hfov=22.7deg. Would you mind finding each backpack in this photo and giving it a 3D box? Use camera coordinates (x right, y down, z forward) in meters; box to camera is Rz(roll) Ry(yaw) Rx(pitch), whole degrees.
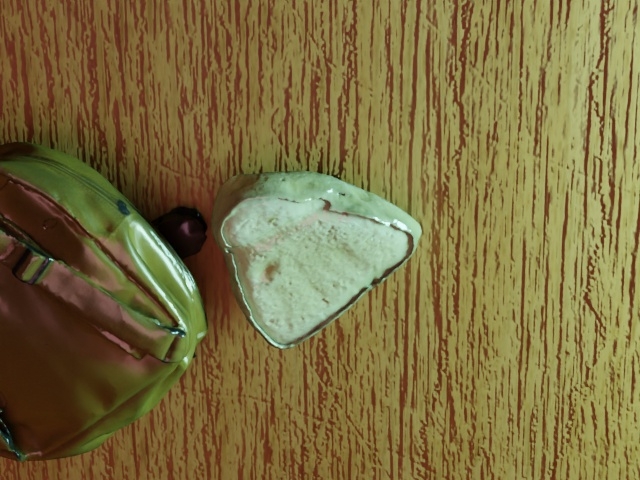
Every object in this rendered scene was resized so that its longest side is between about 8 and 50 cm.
[{"bbox_3d":[-0.314,0.055,1.817,0.353,0.201,0.378,-29,109,16],"label":"backpack"}]

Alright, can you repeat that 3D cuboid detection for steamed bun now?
[{"bbox_3d":[-0.026,-0.010,1.817,0.231,0.110,0.212,-36,122,14],"label":"steamed bun"}]
